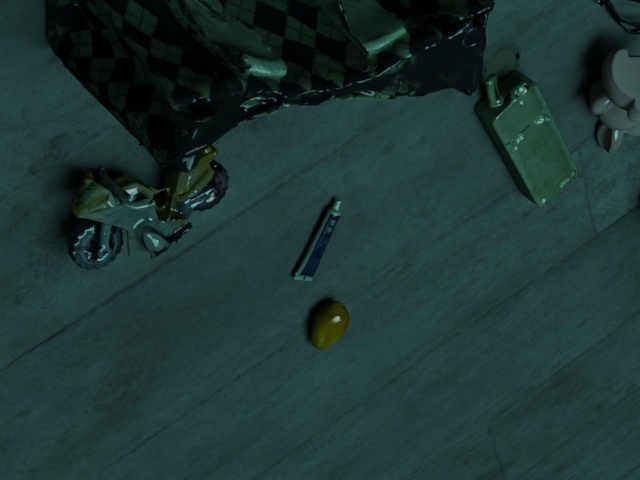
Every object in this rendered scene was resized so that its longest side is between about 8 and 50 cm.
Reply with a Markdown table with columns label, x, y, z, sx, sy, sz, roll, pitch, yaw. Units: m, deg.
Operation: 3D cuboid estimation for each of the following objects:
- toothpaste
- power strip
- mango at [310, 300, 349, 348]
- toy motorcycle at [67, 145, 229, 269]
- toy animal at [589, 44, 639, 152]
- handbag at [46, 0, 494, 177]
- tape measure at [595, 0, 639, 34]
| label | x | y | z | sx | sy | sz | roll | pitch | yaw |
| --- | --- | --- | --- | --- | --- | --- | --- | --- | --- |
| toothpaste | 0.000 | 0.000 | 1.647 | 0.037 | 0.021 | 0.140 | 7 | 118 | -39 |
| power strip | 0.312 | -0.167 | 1.726 | 0.093 | 0.053 | 0.288 | -41 | 134 | -2 |
| mango | 0.011 | 0.133 | 1.735 | 0.060 | 0.046 | 0.089 | 4 | 131 | -35 |
| toy motorcycle | -0.217 | -0.054 | 1.405 | 0.229 | 0.094 | 0.130 | -30 | 132 | -21 |
| toy animal | 0.473 | -0.221 | 1.782 | 0.124 | 0.124 | 0.212 | -32 | 166 | -12 |
| handbag | -0.054 | -0.226 | 1.239 | 0.416 | 0.317 | 0.180 | -16 | 135 | -26 |
| tape measure | 0.474 | -0.385 | 1.700 | 0.180 | 0.104 | 0.107 | 49 | 60 | -77 |
